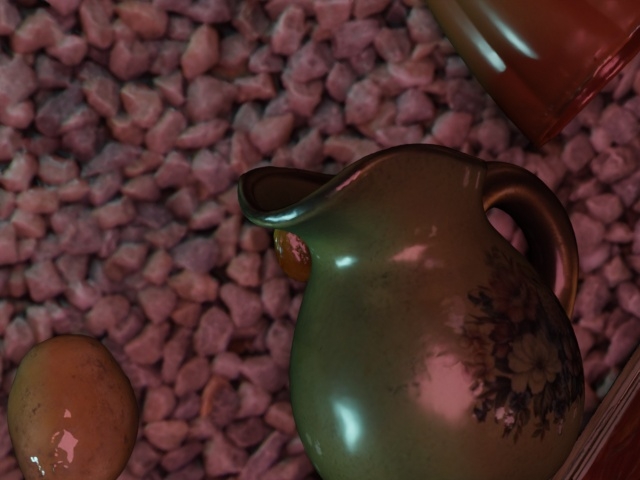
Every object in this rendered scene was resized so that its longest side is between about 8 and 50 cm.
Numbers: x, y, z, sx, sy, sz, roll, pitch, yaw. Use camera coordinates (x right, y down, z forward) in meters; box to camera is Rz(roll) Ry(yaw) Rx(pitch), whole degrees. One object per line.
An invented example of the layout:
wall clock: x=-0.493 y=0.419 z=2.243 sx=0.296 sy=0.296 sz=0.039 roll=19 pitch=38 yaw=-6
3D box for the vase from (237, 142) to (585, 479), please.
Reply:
vase: x=0.107 y=0.046 z=1.116 sx=0.329 sy=0.241 sz=0.302 roll=-25 pitch=103 yaw=-41

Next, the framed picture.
framed picture: x=0.353 y=0.229 z=1.196 sx=0.273 sy=0.016 sz=0.216 roll=41 pitch=65 yaw=-4

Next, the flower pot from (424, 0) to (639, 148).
flower pot: x=0.188 y=-0.201 z=1.151 sx=0.173 sy=0.190 sz=0.190 roll=42 pitch=86 yaw=8

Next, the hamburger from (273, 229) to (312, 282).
hamburger: x=0.000 y=0.000 z=1.190 sx=0.083 sy=0.044 sz=0.076 roll=-15 pitch=90 yaw=-3

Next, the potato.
potato: x=-0.209 y=0.153 z=1.141 sx=0.112 sy=0.112 sz=0.147 roll=-5 pitch=83 yaw=-5
